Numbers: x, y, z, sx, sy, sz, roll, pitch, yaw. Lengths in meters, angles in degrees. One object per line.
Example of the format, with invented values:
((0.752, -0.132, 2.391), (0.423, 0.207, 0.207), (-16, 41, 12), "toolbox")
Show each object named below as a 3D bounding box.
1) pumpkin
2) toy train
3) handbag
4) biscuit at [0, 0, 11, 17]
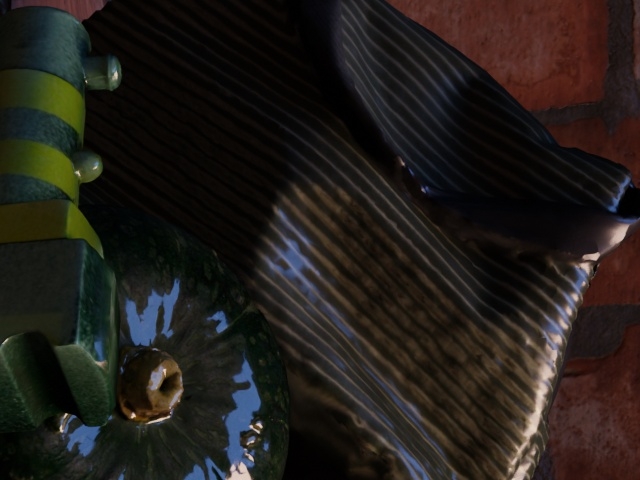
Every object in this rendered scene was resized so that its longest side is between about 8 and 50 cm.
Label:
((-0.102, 0.078, 0.812), (0.146, 0.190, 0.190), (178, -94, -69), "pumpkin")
((-0.141, -0.017, 0.738), (0.083, 0.132, 0.200), (81, 7, -57), "toy train")
((0.000, 0.000, 1.010), (0.240, 0.340, 0.247), (-48, 168, -13), "handbag")
((-0.189, -0.163, 0.928), (0.226, 0.042, 0.226), (-7, 90, -87), "biscuit")
